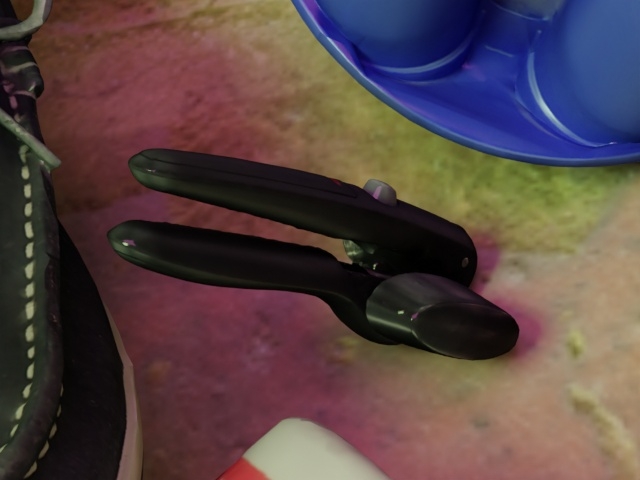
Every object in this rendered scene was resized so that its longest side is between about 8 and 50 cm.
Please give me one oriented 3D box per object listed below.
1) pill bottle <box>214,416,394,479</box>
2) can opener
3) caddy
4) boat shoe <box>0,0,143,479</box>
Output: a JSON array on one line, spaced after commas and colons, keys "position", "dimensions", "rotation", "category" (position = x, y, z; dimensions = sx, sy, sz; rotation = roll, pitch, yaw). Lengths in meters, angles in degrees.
[{"position": [-0.060, 0.219, 0.456], "dimensions": [0.318, 0.176, 0.176], "rotation": [-43, 59, -10], "category": "pill bottle"}, {"position": [0.000, 0.000, 0.567], "dimensions": [0.073, 0.186, 0.059], "rotation": [8, 81, 46], "category": "can opener"}, {"position": [0.115, -0.197, 0.641], "dimensions": [0.241, 0.179, 0.341], "rotation": [20, 67, 1], "category": "caddy"}, {"position": [-0.187, -0.041, 0.564], "dimensions": [0.187, 0.156, 0.500], "rotation": [-11, 37, -14], "category": "boat shoe"}]
